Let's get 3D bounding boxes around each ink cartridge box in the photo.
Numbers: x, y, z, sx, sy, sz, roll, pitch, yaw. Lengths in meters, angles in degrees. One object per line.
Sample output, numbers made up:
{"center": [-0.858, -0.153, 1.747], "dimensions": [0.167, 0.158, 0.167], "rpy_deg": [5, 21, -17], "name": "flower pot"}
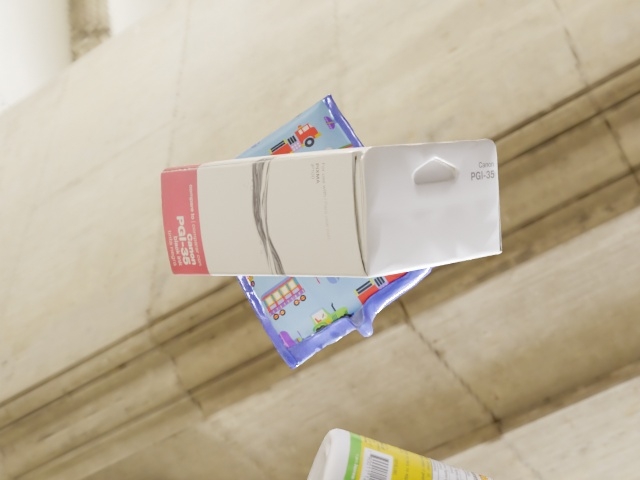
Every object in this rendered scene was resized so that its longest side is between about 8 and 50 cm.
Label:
{"center": [0.008, -0.031, 1.118], "dimensions": [0.207, 0.283, 0.117], "rpy_deg": [-8, -84, -44], "name": "ink cartridge box"}

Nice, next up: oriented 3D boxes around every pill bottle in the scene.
{"center": [0.106, 0.286, 1.102], "dimensions": [0.245, 0.136, 0.136], "rpy_deg": [19, -149, -4], "name": "pill bottle"}

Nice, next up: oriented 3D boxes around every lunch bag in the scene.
{"center": [0.000, 0.000, 1.383], "dimensions": [0.138, 0.221, 0.293], "rpy_deg": [50, -172, -49], "name": "lunch bag"}
